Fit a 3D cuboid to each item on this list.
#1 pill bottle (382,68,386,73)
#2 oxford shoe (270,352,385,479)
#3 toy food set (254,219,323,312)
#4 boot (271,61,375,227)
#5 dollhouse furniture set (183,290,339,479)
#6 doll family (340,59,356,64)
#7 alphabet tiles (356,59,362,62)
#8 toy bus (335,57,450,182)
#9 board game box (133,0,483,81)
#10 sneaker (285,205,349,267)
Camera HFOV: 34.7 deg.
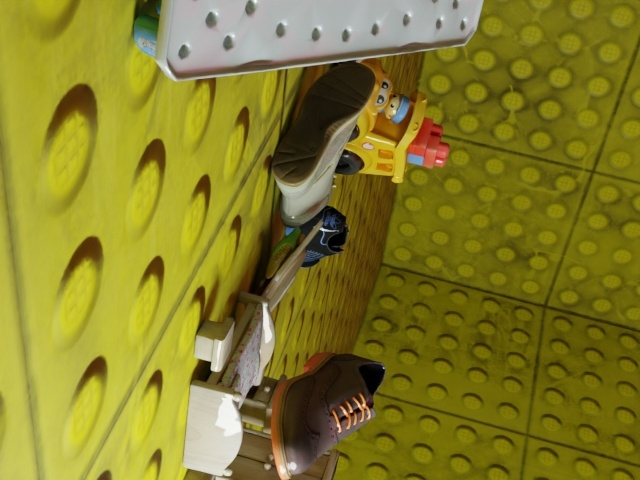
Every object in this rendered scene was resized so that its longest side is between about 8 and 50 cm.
[{"bbox_3d":[0.086,-0.278,1.875,0.116,0.065,0.065,-62,164,-65],"label":"pill bottle"},{"bbox_3d":[0.011,0.207,1.278,0.271,0.098,0.097,-51,131,-64],"label":"oxford shoe"},{"bbox_3d":[-0.062,0.046,1.454,0.132,0.038,0.192,-52,173,-33],"label":"toy food set"},{"bbox_3d":[0.004,-0.130,1.419,0.213,0.077,0.165,-58,167,-20],"label":"boot"},{"bbox_3d":[-0.046,0.190,1.347,0.303,0.173,0.356,-66,169,-54],"label":"dollhouse furniture set"},{"bbox_3d":[0.042,-0.297,1.437,0.193,0.076,0.111,-41,126,-69],"label":"doll family"},{"bbox_3d":[0.136,-0.393,1.545,0.237,0.009,0.198,-26,-134,44],"label":"alphabet tiles"},{"bbox_3d":[0.110,-0.189,1.663,0.220,0.211,0.149,86,21,-64],"label":"toy bus"},{"bbox_3d":[0.037,-0.329,0.764,0.390,0.050,0.390,-17,127,-47],"label":"board game box"},{"bbox_3d":[0.000,0.000,1.655,0.232,0.090,0.081,76,29,-75],"label":"sneaker"}]
